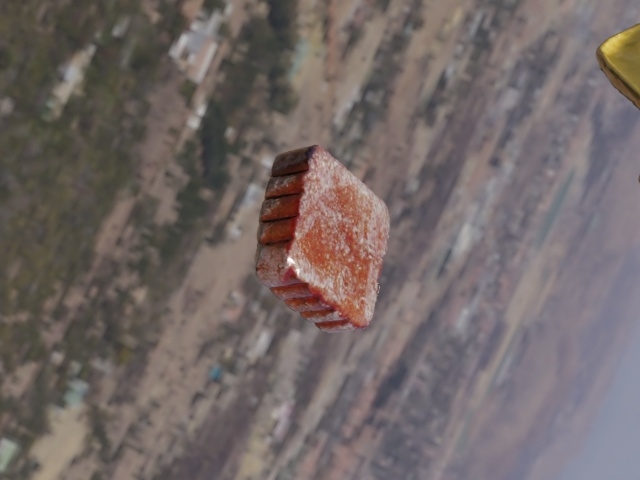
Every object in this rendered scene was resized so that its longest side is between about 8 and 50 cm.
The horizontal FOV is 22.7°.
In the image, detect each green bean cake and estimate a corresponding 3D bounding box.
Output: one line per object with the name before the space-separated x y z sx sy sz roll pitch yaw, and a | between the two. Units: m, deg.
green bean cake | 0.000 0.000 1.398 0.135 0.056 0.135 38 53 -42

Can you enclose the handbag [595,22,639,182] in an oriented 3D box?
handbag | 0.339 -0.034 0.797 0.401 0.283 0.133 -116 -177 -60
